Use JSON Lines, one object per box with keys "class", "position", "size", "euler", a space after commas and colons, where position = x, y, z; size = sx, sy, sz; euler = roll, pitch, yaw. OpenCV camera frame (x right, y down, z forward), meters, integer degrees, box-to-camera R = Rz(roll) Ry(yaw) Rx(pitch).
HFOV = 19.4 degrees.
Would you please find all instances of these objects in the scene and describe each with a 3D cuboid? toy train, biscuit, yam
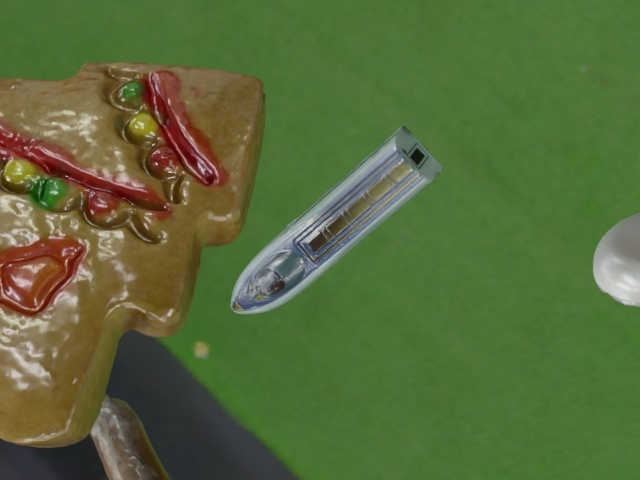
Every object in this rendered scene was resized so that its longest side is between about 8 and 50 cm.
{"class": "toy train", "position": [0.000, 0.000, 1.614], "size": [0.055, 0.048, 0.252], "euler": [44, 121, -8]}
{"class": "biscuit", "position": [-0.122, -0.016, 0.868], "size": [0.238, 0.041, 0.212], "euler": [-34, 57, -19]}
{"class": "yam", "position": [-0.118, 0.213, 1.392], "size": [0.046, 0.046, 0.264], "euler": [-49, 46, 19]}

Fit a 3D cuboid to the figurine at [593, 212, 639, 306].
{"class": "figurine", "position": [0.311, -0.043, 1.331], "size": [0.250, 0.141, 0.166], "euler": [-10, 31, 6]}
